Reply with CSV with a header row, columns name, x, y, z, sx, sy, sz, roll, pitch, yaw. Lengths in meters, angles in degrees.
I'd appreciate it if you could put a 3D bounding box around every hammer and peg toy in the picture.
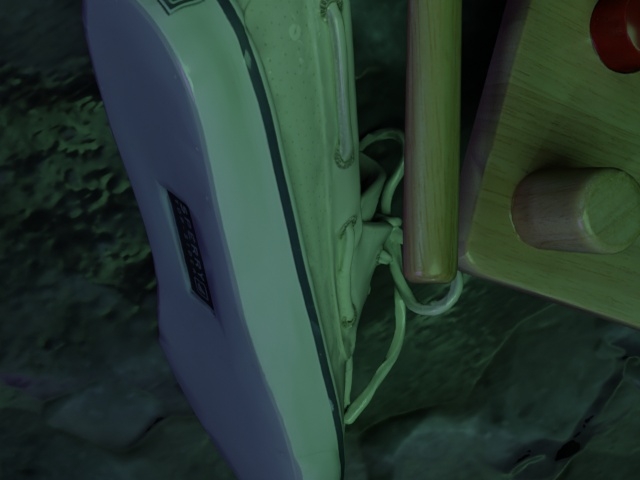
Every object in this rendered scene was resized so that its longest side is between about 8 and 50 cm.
name,x,y,z,sx,sy,sz,roll,pitch,yaw
hammer and peg toy,0.148,-0.083,0.578,0.361,0.127,0.266,17,85,-24

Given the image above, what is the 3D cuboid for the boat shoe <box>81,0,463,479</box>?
name,x,y,z,sx,sy,sz,roll,pitch,yaw
boat shoe,-0.006,-0.005,0.642,0.156,0.136,0.367,-31,133,-24
